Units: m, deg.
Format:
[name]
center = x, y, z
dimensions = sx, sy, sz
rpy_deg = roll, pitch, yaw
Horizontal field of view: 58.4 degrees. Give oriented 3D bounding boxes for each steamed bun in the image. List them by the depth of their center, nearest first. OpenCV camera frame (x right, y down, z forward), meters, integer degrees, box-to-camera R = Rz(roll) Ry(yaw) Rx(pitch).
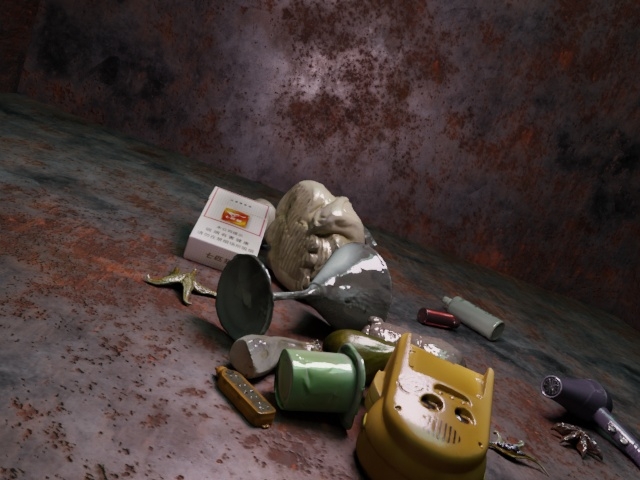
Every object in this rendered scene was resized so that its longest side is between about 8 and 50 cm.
[steamed bun]
center = 0.000, 0.000, 1.827
dimensions = 0.247, 0.339, 0.352
rpy_deg = 12, 16, -36

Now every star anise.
[star anise]
center = 0.658, 0.506, 1.466
dimensions = 0.141, 0.042, 0.141
rpy_deg = 20, 11, -4

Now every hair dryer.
[hair dryer]
center = 0.777, 0.503, 1.529
dimensions = 0.301, 0.121, 0.361
rpy_deg = 24, 17, -36

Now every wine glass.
[wine glass]
center = -0.038, 0.137, 1.425
dimensions = 0.406, 0.267, 0.267
rpy_deg = 0, 24, -47

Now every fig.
[fig]
center = 0.089, 0.246, 1.261
dimensions = 0.126, 0.185, 0.133
rpy_deg = 36, 36, -31

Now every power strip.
[power strip]
center = -0.148, 0.286, 1.073
dimensions = 0.049, 0.028, 0.178
rpy_deg = 7, 18, -46

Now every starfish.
[starfish]
center = -0.342, 0.112, 1.486
dimensions = 0.217, 0.050, 0.223
rpy_deg = 25, 15, -23

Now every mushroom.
[mushroom]
center = -0.091, 0.245, 1.231
dimensions = 0.223, 0.081, 0.092
rpy_deg = 11, 10, -46

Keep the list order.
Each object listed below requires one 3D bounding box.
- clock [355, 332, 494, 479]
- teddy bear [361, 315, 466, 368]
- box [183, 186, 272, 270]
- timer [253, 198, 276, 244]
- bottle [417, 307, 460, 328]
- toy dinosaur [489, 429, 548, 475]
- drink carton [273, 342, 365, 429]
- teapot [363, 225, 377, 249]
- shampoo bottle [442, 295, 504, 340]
[clock]
center = 0.197, 0.347, 1.068
dimensions = 0.244, 0.200, 0.317
rpy_deg = 20, 20, 9
[teddy bear]
center = 0.213, 0.288, 1.388
dimensions = 0.267, 0.151, 0.236
rpy_deg = 21, 13, 2
[box]
center = -0.289, -0.033, 1.836
dimensions = 0.210, 0.095, 0.330
rpy_deg = 20, 30, -7
[timer]
center = -0.294, -0.040, 2.045
dimensions = 0.175, 0.175, 0.266
rpy_deg = 29, 33, 33
[bottle]
center = 0.422, 0.277, 2.016
dimensions = 0.164, 0.060, 0.060
rpy_deg = 15, 14, -29
[toy dinosaur]
center = 0.423, 0.462, 1.274
dimensions = 0.180, 0.037, 0.058
rpy_deg = 17, 35, 10
[drink carton]
center = -0.008, 0.274, 1.121
dimensions = 0.142, 0.144, 0.146
rpy_deg = 11, 15, -19
[teapot]
center = 0.038, 0.023, 2.123
dimensions = 0.300, 0.253, 0.344
rpy_deg = -7, -6, 21
[shampoo bottle]
center = 0.570, 0.283, 2.182
dimensions = 0.085, 0.085, 0.262
rpy_deg = 10, 16, -44
